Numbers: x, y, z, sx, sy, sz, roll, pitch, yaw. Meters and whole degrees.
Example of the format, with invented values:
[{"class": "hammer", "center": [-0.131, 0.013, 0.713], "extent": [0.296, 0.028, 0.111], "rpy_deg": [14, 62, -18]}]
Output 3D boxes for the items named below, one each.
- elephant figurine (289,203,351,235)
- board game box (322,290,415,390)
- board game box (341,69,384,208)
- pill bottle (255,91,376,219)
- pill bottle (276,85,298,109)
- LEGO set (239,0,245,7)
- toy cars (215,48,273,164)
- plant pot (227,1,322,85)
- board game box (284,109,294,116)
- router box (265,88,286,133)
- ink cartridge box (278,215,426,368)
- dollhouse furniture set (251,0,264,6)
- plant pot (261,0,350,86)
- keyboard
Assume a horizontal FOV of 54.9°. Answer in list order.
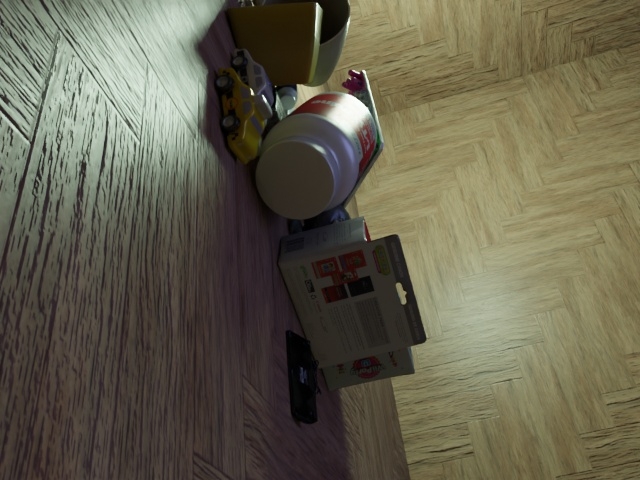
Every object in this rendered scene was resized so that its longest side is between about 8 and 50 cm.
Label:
[{"class": "elephant figurine", "center": [0.000, 0.000, 1.582], "extent": [0.186, 0.169, 0.239], "rpy_deg": [46, 30, -6]}, {"class": "board game box", "center": [0.121, 0.257, 1.644], "extent": [0.303, 0.223, 0.098], "rpy_deg": [-85, 160, -68]}, {"class": "board game box", "center": [0.050, -0.265, 1.867], "extent": [0.390, 0.050, 0.390], "rpy_deg": [-97, -150, -44]}, {"class": "pill bottle", "center": [-0.007, -0.202, 1.447], "extent": [0.408, 0.228, 0.229], "rpy_deg": [-60, 136, -62]}, {"class": "pill bottle", "center": [-0.103, -0.451, 1.892], "extent": [0.120, 0.067, 0.067], "rpy_deg": [-95, 168, -50]}, {"class": "LEGO set", "center": [-0.202, -0.637, 1.695], "extent": [0.054, 0.023, 0.083], "rpy_deg": [-93, 166, -52]}, {"class": "toy cars", "center": [-0.142, -0.300, 1.304], "extent": [0.394, 0.087, 0.177], "rpy_deg": [-88, 162, -63]}, {"class": "plant pot", "center": [-0.103, -0.487, 1.557], "extent": [0.212, 0.212, 0.187], "rpy_deg": [-75, 163, -74]}, {"class": "board game box", "center": [-0.098, -0.379, 1.945], "extent": [0.154, 0.026, 0.103], "rpy_deg": [-95, 167, -47]}, {"class": "router box", "center": [-0.110, -0.295, 1.655], "extent": [0.133, 0.046, 0.179], "rpy_deg": [-94, 167, -52]}, {"class": "ink cartridge box", "center": [0.079, 0.117, 1.432], "extent": [0.130, 0.271, 0.310], "rpy_deg": [-89, 163, -61]}, {"class": "dollhouse furniture set", "center": [-0.174, -0.760, 2.044], "extent": [0.303, 0.173, 0.355], "rpy_deg": [63, -17, -17]}, {"class": "plant pot", "center": [-0.032, -0.594, 1.853], "extent": [0.274, 0.256, 0.257], "rpy_deg": [76, 2, -69]}, {"class": "keyboard", "center": [-0.041, 0.279, 1.229], "extent": [0.100, 0.038, 0.192], "rpy_deg": [38, 33, -38]}]
